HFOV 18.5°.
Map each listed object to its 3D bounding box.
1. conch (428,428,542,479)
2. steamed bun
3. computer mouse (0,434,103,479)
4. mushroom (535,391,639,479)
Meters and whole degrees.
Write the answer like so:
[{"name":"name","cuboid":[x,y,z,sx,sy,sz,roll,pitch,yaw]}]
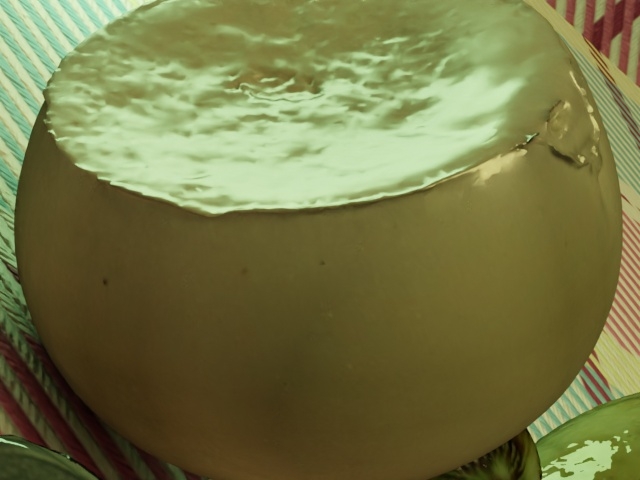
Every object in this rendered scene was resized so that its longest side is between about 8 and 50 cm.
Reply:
[{"name":"conch","cuboid":[0.068,0.173,1.107,0.181,0.124,0.187,-16,95,-82]},{"name":"steamed bun","cuboid":[0.000,0.000,1.035,0.324,0.324,0.206,-97,179,-59]},{"name":"computer mouse","cuboid":[-0.051,0.229,0.718,0.374,0.114,0.203,45,23,8]},{"name":"mushroom","cuboid":[0.277,0.229,1.344,0.292,0.212,0.217,59,13,9]}]
